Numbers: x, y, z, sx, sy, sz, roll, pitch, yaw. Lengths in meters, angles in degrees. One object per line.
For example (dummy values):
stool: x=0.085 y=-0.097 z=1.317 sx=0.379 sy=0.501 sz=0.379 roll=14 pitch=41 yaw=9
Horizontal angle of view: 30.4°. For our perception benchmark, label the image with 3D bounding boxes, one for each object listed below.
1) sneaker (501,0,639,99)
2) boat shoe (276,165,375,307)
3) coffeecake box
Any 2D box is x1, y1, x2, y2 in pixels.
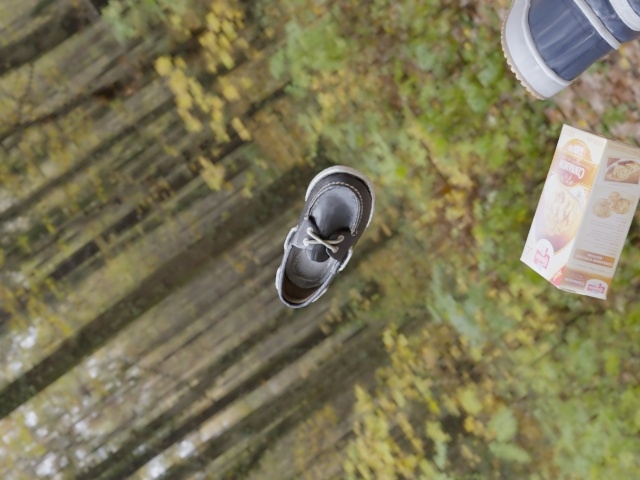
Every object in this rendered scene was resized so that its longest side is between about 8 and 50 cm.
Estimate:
sneaker: x=0.254 y=-0.253 z=1.080 sx=0.099 sy=0.153 sz=0.282 roll=41 pitch=-142 yaw=-22
boat shoe: x=0.000 y=0.000 z=0.761 sx=0.046 sy=0.038 sz=0.125 roll=26 pitch=142 yaw=-6
coffeecake box: x=0.324 y=-0.038 z=1.449 sx=0.068 sy=0.185 sz=0.142 roll=14 pitch=-170 yaw=-12
